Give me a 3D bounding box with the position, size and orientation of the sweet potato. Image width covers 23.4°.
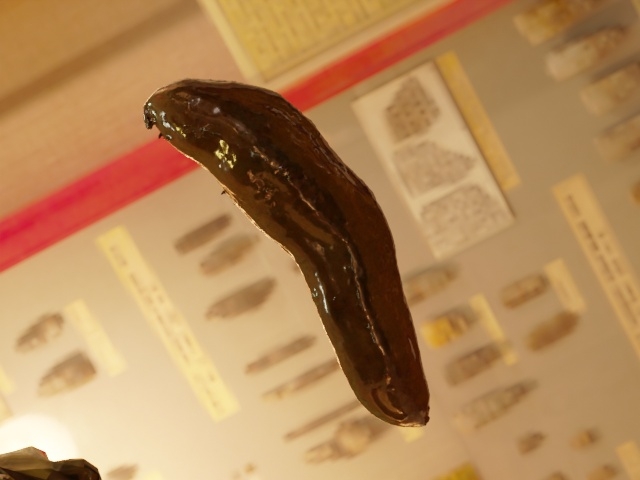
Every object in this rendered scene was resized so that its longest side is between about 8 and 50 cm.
[{"bbox_3d":[0.002,0.000,0.644,0.182,0.053,0.054,55,-152,-10],"label":"sweet potato"}]

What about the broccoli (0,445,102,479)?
[{"bbox_3d":[-0.141,0.191,0.422,0.272,0.324,0.334,4,143,53],"label":"broccoli"}]
